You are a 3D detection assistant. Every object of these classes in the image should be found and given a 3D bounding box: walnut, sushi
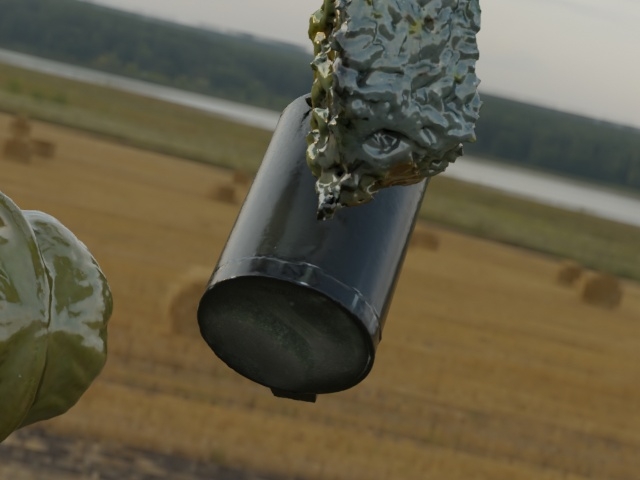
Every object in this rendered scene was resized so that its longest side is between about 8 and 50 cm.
[{"bbox_3d":[-0.347,0.072,1.632,0.277,0.253,0.282,0,-28,36],"label":"walnut"},{"bbox_3d":[0.062,-0.147,1.606,0.139,0.274,0.184,2,-6,-9],"label":"sushi"}]

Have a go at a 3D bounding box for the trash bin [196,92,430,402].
[{"bbox_3d":[0.000,0.000,2.051,0.203,0.301,0.252,8,-41,14],"label":"trash bin"}]
